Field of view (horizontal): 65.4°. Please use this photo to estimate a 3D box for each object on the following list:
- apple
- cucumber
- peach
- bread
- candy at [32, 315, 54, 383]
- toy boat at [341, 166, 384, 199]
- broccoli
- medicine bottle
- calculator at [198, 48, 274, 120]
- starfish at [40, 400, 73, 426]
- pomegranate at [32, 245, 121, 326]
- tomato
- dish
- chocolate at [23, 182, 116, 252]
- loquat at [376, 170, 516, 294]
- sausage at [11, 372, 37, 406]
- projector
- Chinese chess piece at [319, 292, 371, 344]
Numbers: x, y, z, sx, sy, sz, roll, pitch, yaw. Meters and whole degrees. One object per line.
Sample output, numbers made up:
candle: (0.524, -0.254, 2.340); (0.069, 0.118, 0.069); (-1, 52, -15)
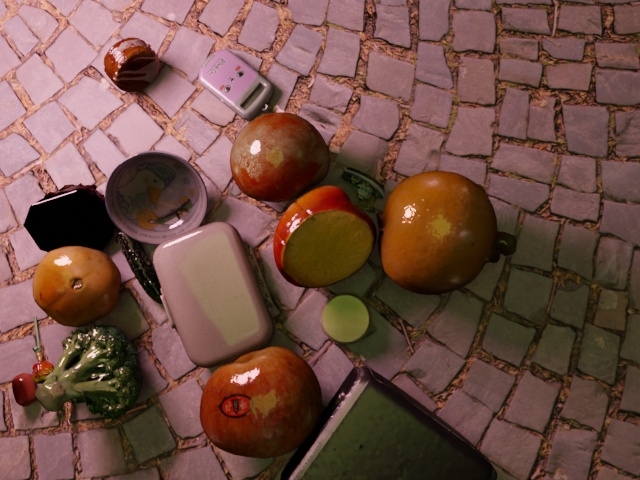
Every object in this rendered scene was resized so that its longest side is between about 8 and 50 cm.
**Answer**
apple: (-0.150, 0.393, 1.261); (0.310, 0.277, 0.249); (0, 102, -1)
cucumber: (-0.511, 0.084, 1.438); (0.067, 0.067, 0.245); (-29, 84, -1)
peach: (0.000, 0.000, 1.329); (0.275, 0.245, 0.248); (-39, 90, -3)
bread: (-0.555, -0.517, 1.472); (0.160, 0.160, 0.073); (-44, 79, -3)
candy: (-0.808, 0.312, 1.435); (0.061, 0.060, 0.201); (-19, 74, 0)
toy boat: (0.121, -0.156, 1.435); (0.140, 0.059, 0.066); (28, 72, 5)
broccoli: (-0.597, 0.353, 1.308); (0.270, 0.270, 0.269); (5, 103, 25)
medicine bottle: (-0.294, 0.148, 1.381); (0.282, 0.123, 0.375); (-22, 87, 0)
calculator: (-0.252, -0.469, 1.503); (0.246, 0.045, 0.141); (41, 87, 6)
starfish: (-0.724, 0.465, 1.409); (0.133, 0.041, 0.130); (-31, 74, 5)
pomegranate: (-0.658, 0.126, 1.356); (0.233, 0.233, 0.233); (0, 83, 3)
tomato: (-0.116, -0.232, 1.348); (0.270, 0.270, 0.222); (-18, 110, 1)
dish: (-0.462, -0.135, 1.433); (0.274, 0.134, 0.273); (-5, 114, -11)
chocolate: (-0.708, -0.081, 1.450); (0.224, 0.206, 0.177); (-20, 38, -9)
loquat: (0.316, -0.017, 1.274); (0.360, 0.328, 0.328); (8, 83, 9)
sausage: (-0.836, 0.422, 1.415); (0.059, 0.054, 0.094); (-19, 83, 0)
projector: (0.156, 0.587, 1.253); (0.405, 0.242, 0.395); (35, 84, 5)
Chinese chess piece: (0.070, 0.218, 1.394); (0.144, 0.058, 0.144); (-1, 81, 4)
